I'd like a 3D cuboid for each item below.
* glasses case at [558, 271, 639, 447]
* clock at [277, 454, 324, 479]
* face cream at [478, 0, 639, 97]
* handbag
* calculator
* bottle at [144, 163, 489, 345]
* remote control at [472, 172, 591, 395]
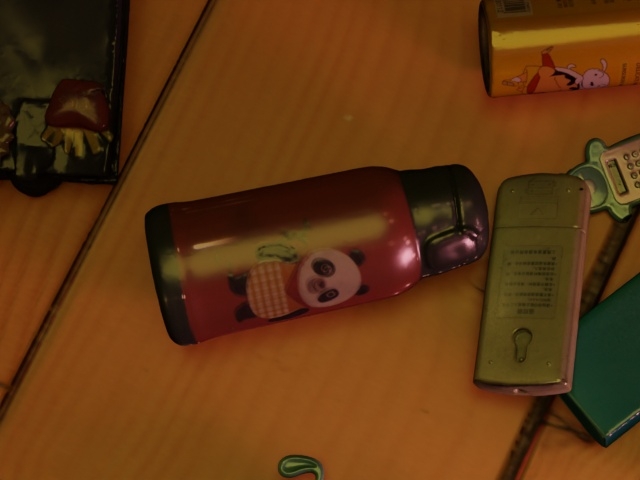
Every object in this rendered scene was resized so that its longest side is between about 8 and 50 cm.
[{"bbox_3d":[0.368,0.074,1.661,0.301,0.070,0.117,-37,67,-4],"label":"glasses case"},{"bbox_3d":[-0.022,0.312,1.625,0.148,0.060,0.188,30,80,8],"label":"clock"},{"bbox_3d":[0.342,-0.213,1.702,0.349,0.105,0.105,-5,78,0],"label":"face cream"},{"bbox_3d":[-0.354,-0.205,1.717,0.303,0.122,0.329,3,80,2],"label":"handbag"},{"bbox_3d":[0.314,-0.068,1.715,0.141,0.019,0.094,-20,81,-3],"label":"calculator"},{"bbox_3d":[0.000,0.000,1.650,0.336,0.144,0.144,-13,78,-2],"label":"bottle"},{"bbox_3d":[0.214,0.043,1.655,0.098,0.038,0.233,-1,64,23],"label":"remote control"}]
